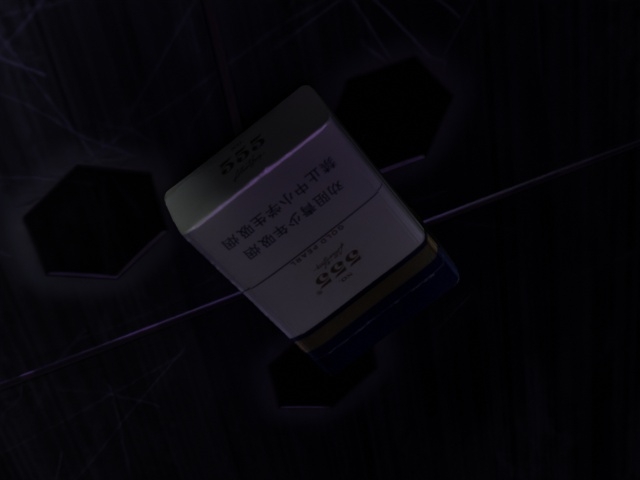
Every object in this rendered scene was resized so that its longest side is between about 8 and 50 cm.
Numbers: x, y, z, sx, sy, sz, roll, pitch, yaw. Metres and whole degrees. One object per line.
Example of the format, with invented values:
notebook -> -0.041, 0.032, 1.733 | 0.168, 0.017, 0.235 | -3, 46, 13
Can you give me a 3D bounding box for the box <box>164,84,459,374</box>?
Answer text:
box -> 0.000, 0.000, 1.144 | 0.168, 0.071, 0.259 | -37, 134, 5
